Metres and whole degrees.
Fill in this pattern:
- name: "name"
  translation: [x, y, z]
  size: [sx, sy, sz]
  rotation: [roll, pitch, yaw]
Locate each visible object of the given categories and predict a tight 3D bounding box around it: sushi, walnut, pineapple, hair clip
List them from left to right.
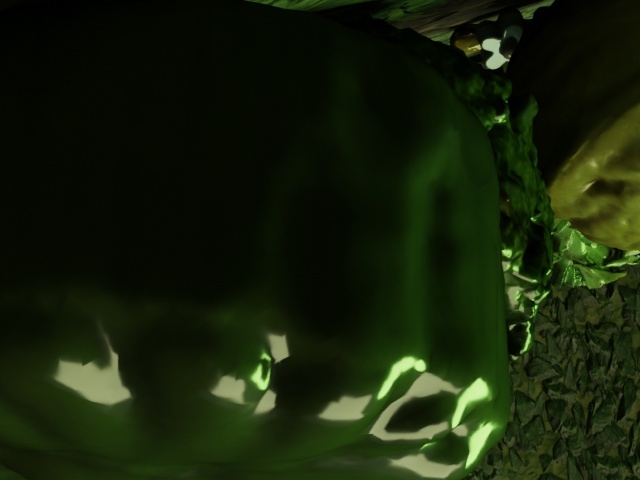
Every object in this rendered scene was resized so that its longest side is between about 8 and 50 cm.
- name: "sushi"
  translation: [0.000, 0.000, 1.064]
  size: [0.352, 0.178, 0.294]
  rotation: [-14, 143, 27]
- name: "pineapple"
  translation: [0.300, -0.066, 1.701]
  size: [0.263, 0.271, 0.262]
  rotation: [-10, -154, 5]
- name: "hair clip"
  translation: [0.220, -0.186, 1.242]
  size: [0.214, 0.062, 0.056]
  rotation: [-17, -138, 3]
- name: "walnut"
  translation: [0.254, -0.105, 1.140]
  size: [0.225, 0.225, 0.261]
  rotation: [-17, 158, -32]

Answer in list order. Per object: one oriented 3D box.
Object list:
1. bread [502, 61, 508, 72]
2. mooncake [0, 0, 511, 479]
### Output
- name: "bread"
  translation: [0.276, -0.198, 1.585]
  size: [0.139, 0.074, 0.084]
  rotation: [-19, -178, -40]
- name: "mooncake"
  translation: [-0.079, 0.037, 0.752]
  size: [0.356, 0.194, 0.356]
  rotation: [0, 155, 0]
